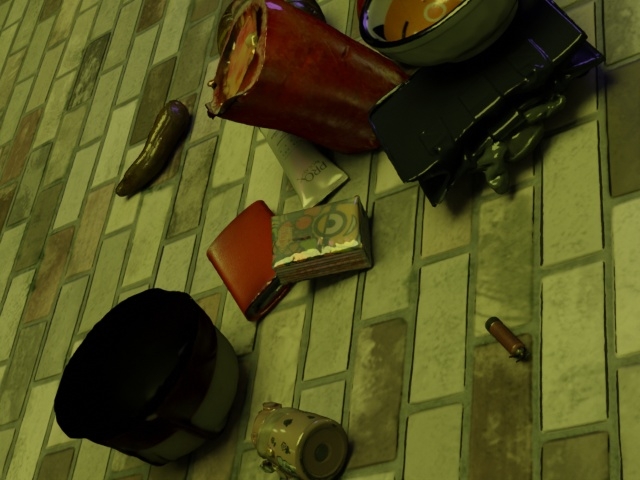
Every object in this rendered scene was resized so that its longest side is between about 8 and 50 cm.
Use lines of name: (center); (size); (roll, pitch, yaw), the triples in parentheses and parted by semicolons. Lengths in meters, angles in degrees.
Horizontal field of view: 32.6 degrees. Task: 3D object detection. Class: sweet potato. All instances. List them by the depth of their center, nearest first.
sweet potato: (-0.337, -0.183, 2.217); (0.233, 0.062, 0.081); (-58, 23, -4)

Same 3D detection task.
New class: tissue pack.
tissue pack: (0.000, 0.000, 1.684); (0.148, 0.060, 0.108); (-12, 46, 12)

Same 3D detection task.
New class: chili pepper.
chili pepper: (-0.024, -0.247, 1.792); (0.251, 0.305, 0.229); (-6, 63, 58)

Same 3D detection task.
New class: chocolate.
chocolate: (-0.243, 0.224, 1.682); (0.284, 0.186, 0.283); (-28, 34, 21)

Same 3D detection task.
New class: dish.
dish: (0.200, -0.354, 1.595); (0.303, 0.120, 0.303); (-31, 35, 25)

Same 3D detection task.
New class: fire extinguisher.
fire extinguisher: (0.238, 0.129, 1.399); (0.028, 0.022, 0.083); (-17, 36, -16)

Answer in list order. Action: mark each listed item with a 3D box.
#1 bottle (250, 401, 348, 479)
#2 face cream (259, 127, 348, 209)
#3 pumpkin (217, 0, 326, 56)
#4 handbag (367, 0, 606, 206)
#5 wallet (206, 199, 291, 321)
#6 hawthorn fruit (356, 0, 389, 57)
bottle: (-0.040, 0.278, 1.512); (0.152, 0.099, 0.099); (6, 65, 52)
face cream: (-0.038, -0.143, 1.886); (0.092, 0.058, 0.243); (-41, 44, 5)
pumpkin: (-0.087, -0.376, 2.054); (0.219, 0.162, 0.218); (-7, 63, 13)
handbag: (0.244, -0.203, 1.595); (0.326, 0.118, 0.269); (-41, 32, 14)
wallet: (-0.107, 0.030, 1.816); (0.142, 0.045, 0.204); (-47, 37, 6)
hawthorn fruit: (0.126, -0.390, 1.805); (0.157, 0.194, 0.156); (-16, 58, 28)
